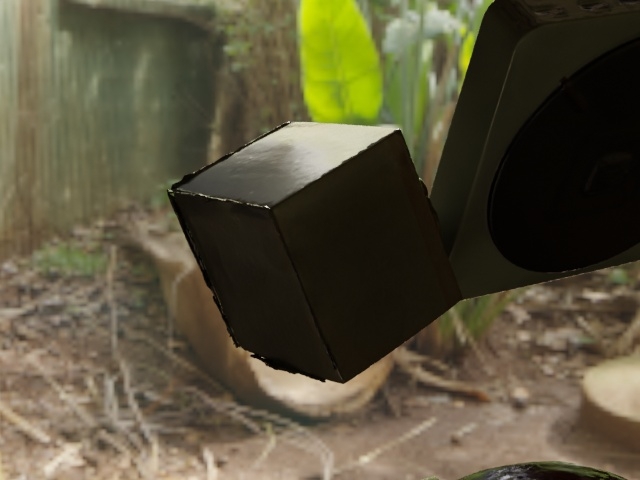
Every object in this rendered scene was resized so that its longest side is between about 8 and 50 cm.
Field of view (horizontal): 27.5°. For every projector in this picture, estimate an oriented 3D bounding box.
[{"bbox_3d":[0.209,-0.084,0.990,0.257,0.259,0.079,-11,47,-25],"label":"projector"}]

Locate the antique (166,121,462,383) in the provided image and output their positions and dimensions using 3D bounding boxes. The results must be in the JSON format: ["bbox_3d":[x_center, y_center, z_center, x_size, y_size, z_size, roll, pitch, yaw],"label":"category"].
[{"bbox_3d":[0.000,0.000,0.949,0.148,0.147,0.152,-33,24,-26],"label":"antique"}]

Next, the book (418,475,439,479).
[{"bbox_3d":[0.125,0.290,1.174,0.013,0.168,0.192,-34,-14,10],"label":"book"}]

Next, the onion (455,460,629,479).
[{"bbox_3d":[0.101,0.249,0.692,0.276,0.276,0.276,1,8,0],"label":"onion"}]
